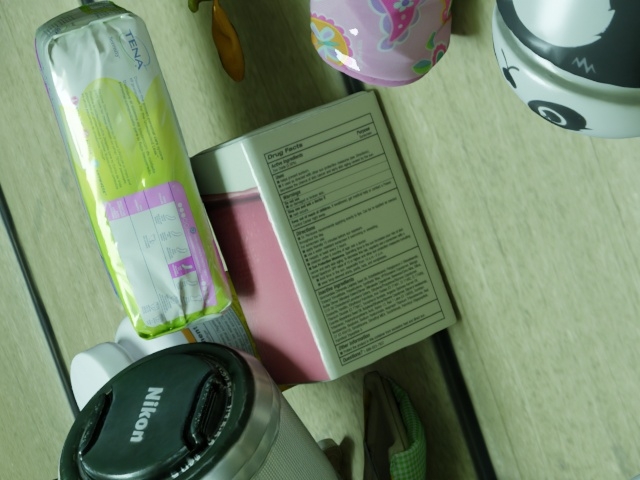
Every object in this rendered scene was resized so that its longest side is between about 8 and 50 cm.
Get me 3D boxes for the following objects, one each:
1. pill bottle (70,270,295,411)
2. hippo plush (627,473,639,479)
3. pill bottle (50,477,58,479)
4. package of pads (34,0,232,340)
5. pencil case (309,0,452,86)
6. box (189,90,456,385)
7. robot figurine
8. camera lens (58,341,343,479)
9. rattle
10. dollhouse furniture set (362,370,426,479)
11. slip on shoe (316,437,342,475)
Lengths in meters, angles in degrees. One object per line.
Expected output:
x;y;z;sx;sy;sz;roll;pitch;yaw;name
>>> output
-0.119;0.115;1.971;0.136;0.246;0.136;36;138;41;pill bottle
0.275;0.316;1.591;0.294;0.234;0.236;-38;46;44;hippo plush
-0.287;0.388;2.536;0.219;0.123;0.123;13;121;53;pill bottle
-0.179;-0.069;1.828;0.229;0.101;0.296;-143;35;-76;package of pads
0.057;-0.265;1.575;0.124;0.124;0.284;39;141;38;pencil case
0.000;0.000;1.804;0.127;0.149;0.232;-13;98;61;box
0.208;-0.199;1.321;0.174;0.209;0.278;17;133;8;robot figurine
-0.094;0.247;1.820;0.219;0.219;0.274;23;152;50;camera lens
-0.174;-0.228;1.856;0.130;0.200;0.142;31;120;52;rattle
0.132;0.278;1.867;0.301;0.151;0.197;-108;19;-60;dollhouse furniture set
0.002;0.258;2.067;0.041;0.051;0.135;53;150;31;slip on shoe
